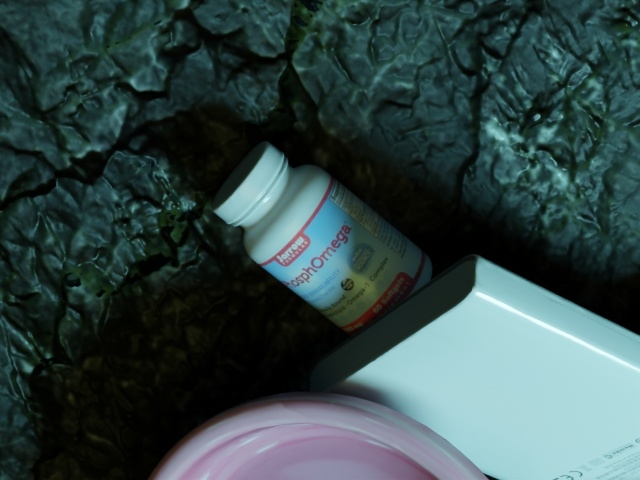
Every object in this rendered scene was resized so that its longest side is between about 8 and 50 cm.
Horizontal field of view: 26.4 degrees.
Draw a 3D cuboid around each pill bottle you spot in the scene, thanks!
[{"bbox_3d":[0.000,0.000,1.026,0.160,0.087,0.087,38,108,-14],"label":"pill bottle"}]

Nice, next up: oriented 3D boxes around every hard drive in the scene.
[{"bbox_3d":[0.174,0.125,1.025,0.308,0.040,0.203,26,140,-23],"label":"hard drive"}]

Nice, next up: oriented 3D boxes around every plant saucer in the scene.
[{"bbox_3d":[0.012,0.269,1.030,0.332,0.084,0.332,4,102,20],"label":"plant saucer"}]

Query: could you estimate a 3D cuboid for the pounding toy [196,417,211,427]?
[{"bbox_3d":[-0.014,0.269,1.127,0.237,0.110,0.182,16,112,-7],"label":"pounding toy"}]
